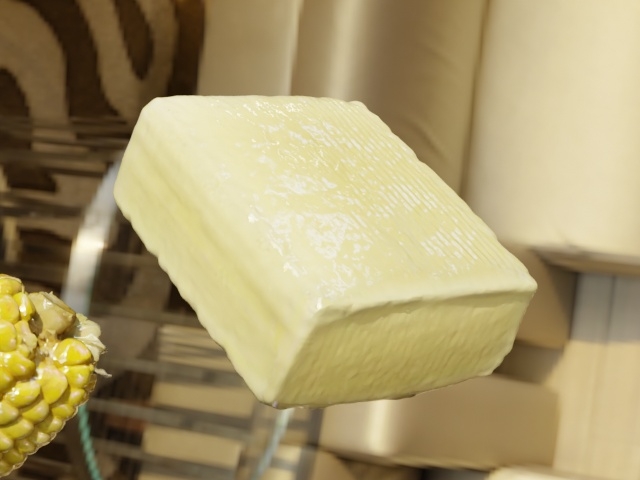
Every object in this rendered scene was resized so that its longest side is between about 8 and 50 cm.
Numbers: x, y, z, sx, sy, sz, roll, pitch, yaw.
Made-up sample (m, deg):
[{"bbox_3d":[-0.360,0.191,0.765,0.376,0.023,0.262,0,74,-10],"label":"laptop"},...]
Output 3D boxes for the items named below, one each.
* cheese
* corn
[{"bbox_3d":[0.000,0.000,1.174,0.242,0.265,0.124,0,127,-41],"label":"cheese"},{"bbox_3d":[-0.233,0.131,0.754,0.291,0.101,0.101,-45,153,9],"label":"corn"}]
